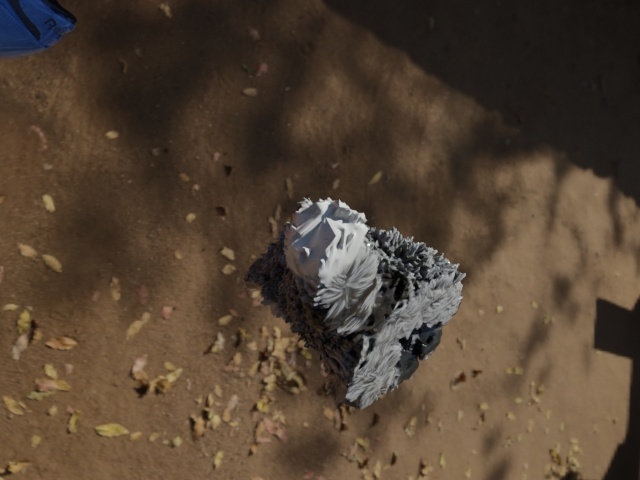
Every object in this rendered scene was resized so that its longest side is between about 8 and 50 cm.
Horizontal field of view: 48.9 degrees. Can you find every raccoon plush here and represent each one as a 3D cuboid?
[{"bbox_3d":[0.000,0.000,0.863,0.216,0.299,0.446,-40,147,-17],"label":"raccoon plush"}]

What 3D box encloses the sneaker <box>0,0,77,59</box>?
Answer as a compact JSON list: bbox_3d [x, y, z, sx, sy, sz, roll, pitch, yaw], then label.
[{"bbox_3d":[-0.206,-0.217,0.428,0.069,0.082,0.209,-65,140,-80],"label":"sneaker"}]
